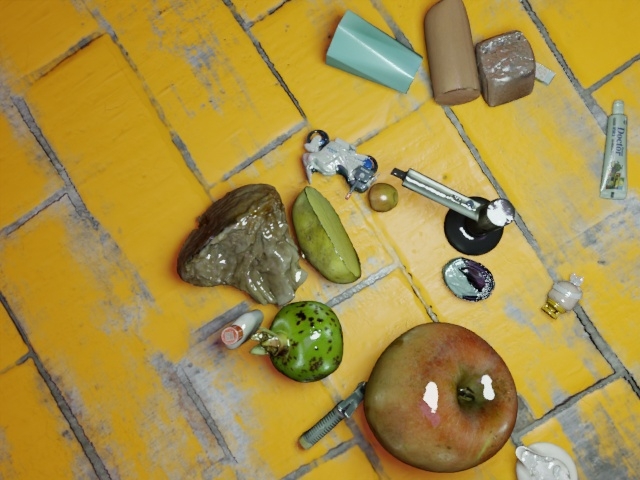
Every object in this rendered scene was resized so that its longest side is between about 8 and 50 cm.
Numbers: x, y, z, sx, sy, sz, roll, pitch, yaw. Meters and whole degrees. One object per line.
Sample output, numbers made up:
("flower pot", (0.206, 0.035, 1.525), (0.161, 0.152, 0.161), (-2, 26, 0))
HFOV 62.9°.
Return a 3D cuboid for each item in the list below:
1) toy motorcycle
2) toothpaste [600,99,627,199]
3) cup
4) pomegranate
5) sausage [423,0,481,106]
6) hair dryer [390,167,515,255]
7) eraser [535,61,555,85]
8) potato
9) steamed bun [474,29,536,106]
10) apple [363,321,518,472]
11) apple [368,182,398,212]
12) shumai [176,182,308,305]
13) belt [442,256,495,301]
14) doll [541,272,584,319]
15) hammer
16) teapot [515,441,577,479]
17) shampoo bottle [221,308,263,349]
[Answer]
("toy motorcycle", (0.042, -0.194, 1.383), (0.221, 0.102, 0.150), (28, 77, 6))
("toothpaste", (0.766, -0.234, 1.355), (0.067, 0.037, 0.256), (4, 91, 5))
("cup", (0.144, -0.482, 1.370), (0.235, 0.134, 0.148), (27, 62, 1))
("pomegranate", (-0.056, 0.254, 1.300), (0.210, 0.263, 0.211), (0, 90, 44))
("sausage", (0.339, -0.489, 1.360), (0.123, 0.123, 0.253), (-7, 86, 4))
("hair dryer", (0.329, -0.104, 1.263), (0.284, 0.320, 0.156), (43, 91, 16))
("eraser", (0.578, -0.446, 1.388), (0.083, 0.019, 0.038), (33, 91, 5))
("potato", (0.000, 0.000, 1.355), (0.111, 0.160, 0.272), (-31, 87, 18))
("steamed bun", (0.478, -0.445, 1.346), (0.144, 0.106, 0.175), (-15, 89, 13))
("apple", (0.272, 0.373, 1.231), (0.338, 0.305, 0.339), (7, 66, -17))
("apple", (0.166, -0.113, 1.374), (0.071, 0.084, 0.084), (-7, 86, 24))
("shumai", (-0.184, 0.027, 1.384), (0.283, 0.217, 0.346), (38, 102, -25))
("belt", (0.383, 0.100, 1.358), (0.139, 0.058, 0.105), (30, 96, 2))
("doll", (0.628, 0.144, 1.334), (0.084, 0.073, 0.127), (37, 95, -27))
("hammer", (0.032, 0.454, 1.337), (0.226, 0.158, 0.041), (-44, 78, 14))
("teapot", (0.566, 0.581, 1.296), (0.226, 0.092, 0.145), (35, 87, 5))
("shampoo bottle", (-0.200, 0.226, 1.317), (0.051, 0.221, 0.108), (39, 91, 6))
